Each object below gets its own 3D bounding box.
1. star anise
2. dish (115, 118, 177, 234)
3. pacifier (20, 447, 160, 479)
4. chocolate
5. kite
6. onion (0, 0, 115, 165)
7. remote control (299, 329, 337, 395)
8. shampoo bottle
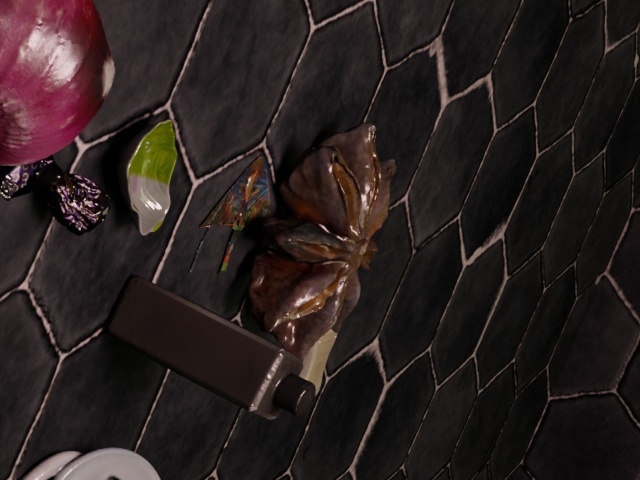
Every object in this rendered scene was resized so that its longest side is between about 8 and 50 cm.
[{"bbox_3d":[-0.001,0.001,2.179,0.332,0.117,0.331,-45,144,-48],"label":"star anise"},{"bbox_3d":[-0.192,-0.068,1.807,0.091,0.039,0.137,-51,154,-40],"label":"dish"},{"bbox_3d":[-0.251,0.366,1.896,0.279,0.207,0.227,-58,138,-18],"label":"pacifier"},{"bbox_3d":[-0.260,-0.057,1.646,0.147,0.070,0.072,45,43,-66],"label":"chocolate"},{"bbox_3d":[-0.094,-0.030,2.080,0.183,0.010,0.160,-4,116,-64],"label":"kite"},{"bbox_3d":[-0.259,-0.152,1.373,0.200,0.200,0.207,-40,140,-45],"label":"onion"},{"bbox_3d":[-0.015,0.171,2.412,0.074,0.032,0.122,-11,123,-62],"label":"remote control"},{"bbox_3d":[-0.116,0.125,1.888,0.079,0.246,0.080,-63,156,-3],"label":"shampoo bottle"}]
